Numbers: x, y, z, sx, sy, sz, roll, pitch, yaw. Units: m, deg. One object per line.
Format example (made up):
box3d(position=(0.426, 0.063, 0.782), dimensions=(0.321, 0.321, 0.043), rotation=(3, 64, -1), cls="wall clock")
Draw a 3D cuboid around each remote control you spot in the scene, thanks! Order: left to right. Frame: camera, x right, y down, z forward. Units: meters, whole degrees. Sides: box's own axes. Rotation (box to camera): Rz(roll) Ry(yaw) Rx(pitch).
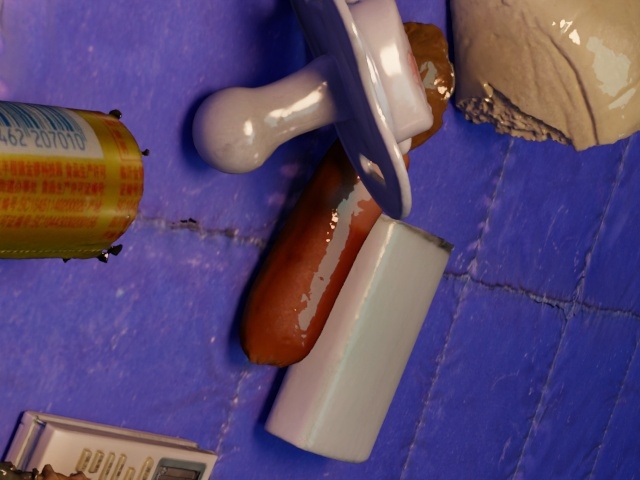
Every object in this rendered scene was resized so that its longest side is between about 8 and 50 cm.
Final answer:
box3d(position=(-0.201, 0.235, 1.227), dimensions=(0.277, 0.055, 0.103), rotation=(28, 84, -60), cls="remote control")

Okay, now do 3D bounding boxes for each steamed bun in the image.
box3d(position=(0.326, -0.265, 1.577), dimensions=(0.290, 0.272, 0.273), rotation=(-57, 148, -27), cls="steamed bun")

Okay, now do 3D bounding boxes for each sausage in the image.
box3d(position=(-0.267, -0.040, 0.895), dimensions=(0.317, 0.117, 0.125), rotation=(-2, 95, -56), cls="sausage")
box3d(position=(0.000, 0.000, 1.370), dimensions=(0.089, 0.083, 0.300), rotation=(29, 89, -20), cls="sausage")

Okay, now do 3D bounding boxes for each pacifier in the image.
box3d(position=(-0.019, -0.138, 1.213), dimensions=(0.226, 0.238, 0.287), rotation=(-23, 115, -11), cls="pacifier")

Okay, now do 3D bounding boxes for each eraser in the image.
box3d(position=(0.050, 0.114, 1.517), dimensions=(0.189, 0.104, 0.290), rotation=(28, 84, -64), cls="eraser")

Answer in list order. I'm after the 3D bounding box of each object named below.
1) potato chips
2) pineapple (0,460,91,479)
box3d(position=(0.086, -0.174, 1.452), dimensions=(0.202, 0.049, 0.150), rotation=(-31, 129, -40), cls="potato chips")
box3d(position=(-0.257, 0.226, 0.988), dimensions=(0.340, 0.169, 0.169), rotation=(39, 73, -38), cls="pineapple")
